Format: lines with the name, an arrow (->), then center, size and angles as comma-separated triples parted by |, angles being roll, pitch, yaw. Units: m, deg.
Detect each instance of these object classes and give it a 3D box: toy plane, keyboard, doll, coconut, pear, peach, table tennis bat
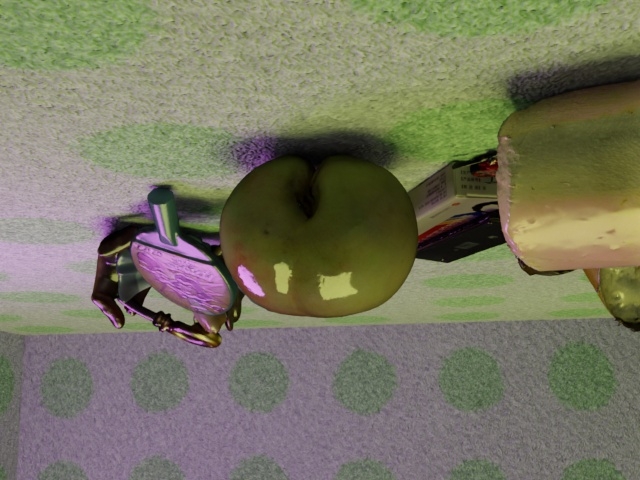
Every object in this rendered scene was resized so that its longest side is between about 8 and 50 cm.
toy plane -> 0.271, -0.114, 1.228 | 0.145, 0.037, 0.060 | -5, 158, 37
keyboard -> 0.265, -0.002, 1.490 | 0.106, 0.027, 0.317 | 7, 166, -19
doll -> -0.313, 0.089, 1.734 | 0.340, 0.209, 0.318 | 12, 148, -23
coconut -> 0.343, -0.079, 0.989 | 0.245, 0.233, 0.233 | -5, 167, 21
pear -> 0.553, 0.012, 1.542 | 0.267, 0.267, 0.178 | 6, -164, -30
peach -> -0.001, 0.000, 1.233 | 0.292, 0.247, 0.292 | -6, 147, -4
table tennis bat -> -0.256, 0.031, 1.508 | 0.215, 0.044, 0.329 | 17, 144, 17

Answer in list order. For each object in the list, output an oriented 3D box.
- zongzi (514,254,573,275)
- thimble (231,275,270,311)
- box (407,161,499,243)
zongzi -> 0.546, 0.030, 1.853 | 0.184, 0.084, 0.187 | -9, 177, -12
thimble -> -0.054, 0.023, 1.493 | 0.143, 0.198, 0.235 | -10, 139, 44
box -> 0.258, -0.053, 1.454 | 0.214, 0.069, 0.353 | 3, 166, -16
